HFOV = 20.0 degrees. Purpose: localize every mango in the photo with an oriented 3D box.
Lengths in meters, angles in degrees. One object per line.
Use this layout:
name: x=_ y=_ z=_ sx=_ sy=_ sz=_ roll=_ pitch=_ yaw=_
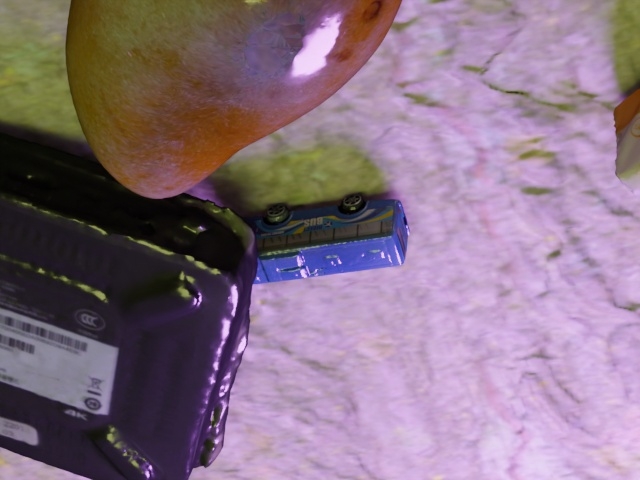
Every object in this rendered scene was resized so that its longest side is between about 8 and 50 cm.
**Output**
mango: x=-0.069 y=-0.175 z=1.358 sx=0.221 sy=0.199 sz=0.384 roll=16 pitch=137 yaw=-19

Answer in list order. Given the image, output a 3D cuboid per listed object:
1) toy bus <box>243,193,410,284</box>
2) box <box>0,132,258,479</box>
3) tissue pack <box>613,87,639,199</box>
toy bus: x=0.000 y=0.000 z=1.588 sx=0.153 sy=0.061 sz=0.051 roll=-8 pitch=130 yaw=13
box: x=-0.245 y=0.071 z=1.631 sx=0.359 sy=0.091 sz=0.350 roll=19 pitch=132 yaw=3
tissue pack: x=0.375 y=-0.089 z=1.437 sx=0.185 sy=0.124 sz=0.225 roll=36 pitch=124 yaw=-25
